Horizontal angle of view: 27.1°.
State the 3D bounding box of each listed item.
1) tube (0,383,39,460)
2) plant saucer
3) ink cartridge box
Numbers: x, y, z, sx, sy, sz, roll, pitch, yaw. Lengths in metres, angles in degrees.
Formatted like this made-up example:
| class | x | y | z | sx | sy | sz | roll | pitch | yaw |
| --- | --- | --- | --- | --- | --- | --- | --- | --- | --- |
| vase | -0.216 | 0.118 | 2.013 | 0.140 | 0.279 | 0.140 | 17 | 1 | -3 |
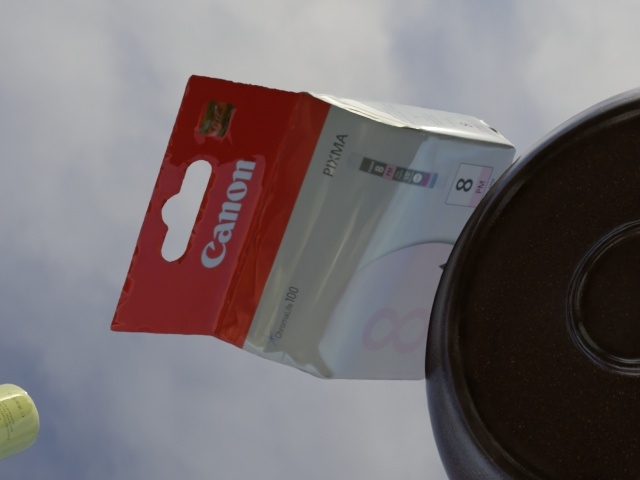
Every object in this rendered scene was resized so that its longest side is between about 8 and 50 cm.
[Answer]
| class | x | y | z | sx | sy | sz | roll | pitch | yaw |
| --- | --- | --- | --- | --- | --- | --- | --- | --- | --- |
| tube | -0.321 | 0.168 | 1.039 | 0.070 | 0.062 | 0.240 | 8 | -169 | 30 |
| plant saucer | 0.180 | 0.036 | 0.703 | 0.310 | 0.050 | 0.311 | -19 | -125 | 30 |
| ink cartridge box | 0.000 | 0.000 | 0.873 | 0.232 | 0.189 | 0.066 | 3 | -153 | -38 |
